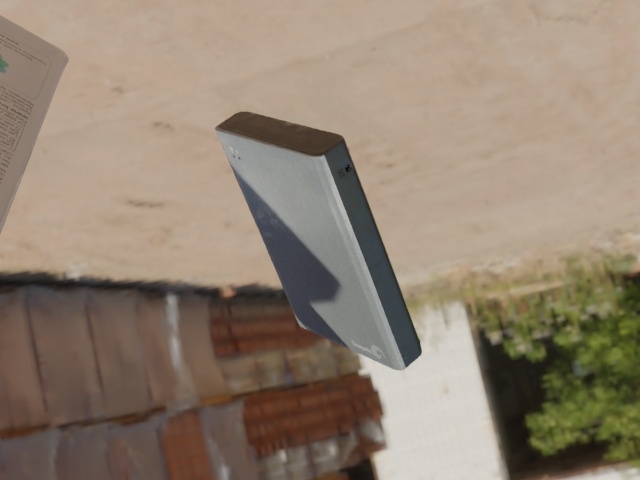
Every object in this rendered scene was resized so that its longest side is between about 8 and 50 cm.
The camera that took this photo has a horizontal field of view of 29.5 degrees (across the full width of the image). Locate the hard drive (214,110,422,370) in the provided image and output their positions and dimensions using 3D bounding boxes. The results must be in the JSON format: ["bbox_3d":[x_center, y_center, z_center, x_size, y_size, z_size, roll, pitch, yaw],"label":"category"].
[{"bbox_3d":[0.000,0.000,0.644,0.022,0.135,0.094,-37,-147,-25],"label":"hard drive"}]

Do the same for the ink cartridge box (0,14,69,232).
[{"bbox_3d":[-0.350,-0.056,0.816,0.270,0.395,0.151,29,118,-18],"label":"ink cartridge box"}]
